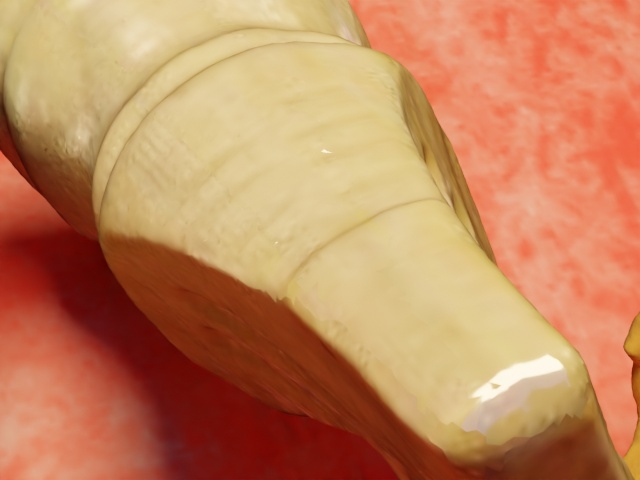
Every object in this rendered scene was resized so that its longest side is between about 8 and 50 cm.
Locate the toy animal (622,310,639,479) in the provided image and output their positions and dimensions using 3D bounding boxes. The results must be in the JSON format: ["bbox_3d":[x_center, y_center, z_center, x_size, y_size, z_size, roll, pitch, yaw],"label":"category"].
[{"bbox_3d":[0.120,0.083,0.570,0.255,0.116,0.114,-21,44,-13],"label":"toy animal"}]

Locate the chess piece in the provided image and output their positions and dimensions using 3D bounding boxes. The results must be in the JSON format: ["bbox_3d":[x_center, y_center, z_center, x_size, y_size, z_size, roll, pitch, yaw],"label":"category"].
[{"bbox_3d":[0.000,0.000,0.524,0.137,0.137,0.301,-15,33,-19],"label":"chess piece"}]
